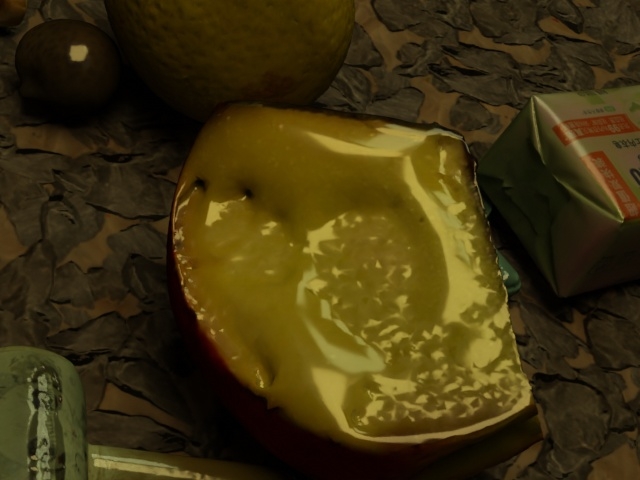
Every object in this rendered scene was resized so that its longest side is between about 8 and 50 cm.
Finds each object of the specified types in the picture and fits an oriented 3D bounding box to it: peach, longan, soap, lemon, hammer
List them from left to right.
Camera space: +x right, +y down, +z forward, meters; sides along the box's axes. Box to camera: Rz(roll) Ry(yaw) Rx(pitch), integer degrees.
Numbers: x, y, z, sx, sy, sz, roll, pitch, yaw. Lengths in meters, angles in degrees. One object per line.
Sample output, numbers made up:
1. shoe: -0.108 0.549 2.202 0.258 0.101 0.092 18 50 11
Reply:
1. longan: -0.257 -0.175 1.516 0.113 0.092 0.113 6 63 -12
2. hammer: -0.154 0.195 1.250 0.305 0.113 0.202 9 52 -21
3. lemon: -0.091 -0.244 1.525 0.267 0.267 0.267 11 49 -13
4. peach: 0.023 0.048 1.348 0.306 0.242 0.380 -16 69 -5
5. soap: 0.299 -0.055 1.588 0.199 0.138 0.182 -9 57 -39

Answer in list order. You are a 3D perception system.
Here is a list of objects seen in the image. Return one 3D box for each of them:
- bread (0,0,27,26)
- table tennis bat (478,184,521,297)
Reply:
1. bread: -0.380 -0.275 1.560 0.177 0.084 0.119 -10 56 -23
2. table tennis bat: 0.135 -0.033 1.590 0.153 0.040 0.244 -13 55 -33
